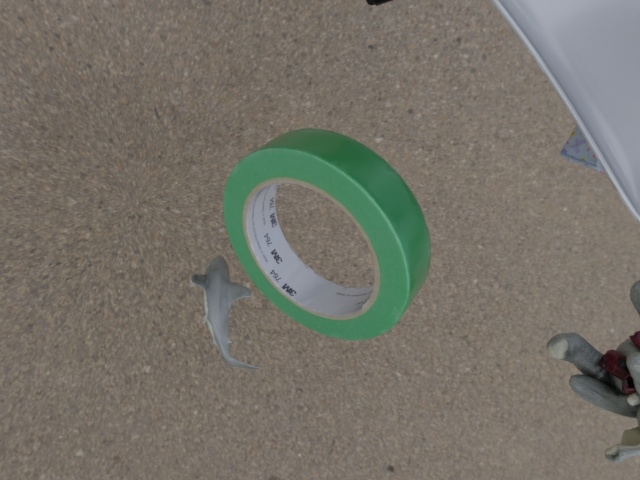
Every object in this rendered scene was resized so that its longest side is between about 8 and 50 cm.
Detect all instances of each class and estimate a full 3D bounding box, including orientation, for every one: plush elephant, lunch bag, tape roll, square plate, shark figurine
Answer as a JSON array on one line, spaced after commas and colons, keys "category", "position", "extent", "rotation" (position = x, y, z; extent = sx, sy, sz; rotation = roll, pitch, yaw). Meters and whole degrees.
[{"category": "plush elephant", "position": [0.617, 0.273, 0.876], "extent": [0.271, 0.255, 0.330], "rotation": [-35, 79, 21]}, {"category": "lunch bag", "position": [0.349, -0.118, 0.575], "extent": [0.053, 0.083, 0.071], "rotation": [7, 114, -43]}, {"category": "tape roll", "position": [0.000, 0.000, 0.706], "extent": [0.077, 0.321, 0.322], "rotation": [-42, 109, -42]}, {"category": "square plate", "position": [0.365, -0.249, 0.492], "extent": [0.347, 0.049, 0.344], "rotation": [-34, 91, -2]}, {"category": "shark figurine", "position": [-0.200, 0.156, 1.052], "extent": [0.116, 0.166, 0.279], "rotation": [-12, 80, 6]}]

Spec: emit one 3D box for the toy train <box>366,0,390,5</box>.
[{"category": "toy train", "position": [0.136, -0.368, 0.672], "extent": [0.027, 0.158, 0.036], "rotation": [19, 67, -59]}]
